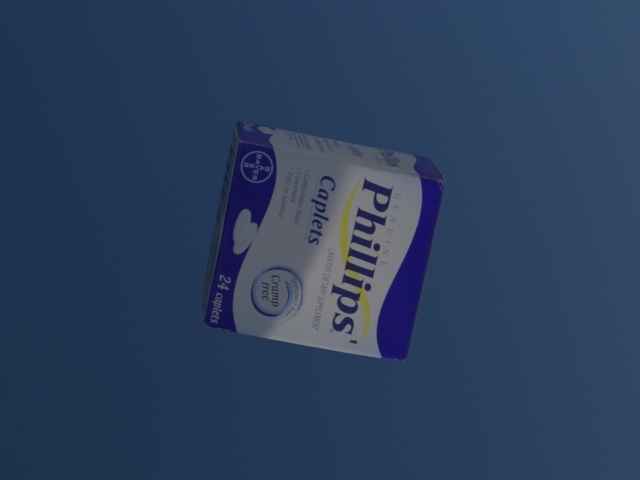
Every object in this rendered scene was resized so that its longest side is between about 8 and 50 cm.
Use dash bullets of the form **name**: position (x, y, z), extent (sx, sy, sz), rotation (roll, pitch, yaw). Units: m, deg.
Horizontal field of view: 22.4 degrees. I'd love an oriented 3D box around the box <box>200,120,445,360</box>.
- **box**: position (0.000, 0.000, 1.053), extent (0.072, 0.137, 0.126), rotation (-114, 35, -76)
